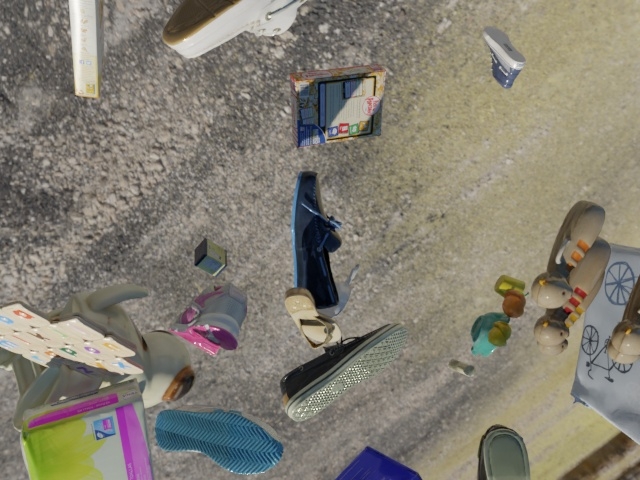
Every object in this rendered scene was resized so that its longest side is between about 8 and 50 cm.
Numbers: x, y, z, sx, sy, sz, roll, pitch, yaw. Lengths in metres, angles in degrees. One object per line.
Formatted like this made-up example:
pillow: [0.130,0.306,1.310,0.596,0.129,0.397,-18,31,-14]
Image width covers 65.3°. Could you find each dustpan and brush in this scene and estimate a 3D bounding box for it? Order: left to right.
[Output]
dustpan and brush: [0.071,0.166,1.699,0.060,0.147,0.211,28,81,-25]

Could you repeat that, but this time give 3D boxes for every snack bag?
snack bag: [0.567,0.185,0.891,0.037,0.323,0.343,7,95,-2]

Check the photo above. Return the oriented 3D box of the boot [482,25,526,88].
boot: [0.493,-0.511,1.390,0.069,0.190,0.086,-4,143,-16]

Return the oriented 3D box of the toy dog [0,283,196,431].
toy dog: [-0.516,0.296,1.272,0.396,0.284,0.408,-56,141,-6]

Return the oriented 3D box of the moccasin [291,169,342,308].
moccasin: [0.000,0.000,1.192,0.116,0.138,0.342,3,114,11]

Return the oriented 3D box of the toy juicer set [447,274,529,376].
toy juicer set: [0.459,0.260,1.328,0.089,0.209,0.329,28,103,2]

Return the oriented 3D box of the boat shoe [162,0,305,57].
boat shoe: [-0.070,-0.307,0.643,0.277,0.098,0.096,-38,143,-8]

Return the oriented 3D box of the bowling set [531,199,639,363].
bowling set: [0.365,0.089,0.597,0.287,0.199,0.154,34,84,-53]

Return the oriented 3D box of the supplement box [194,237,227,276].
supplement box: [-0.336,0.052,1.534,0.083,0.083,0.056,34,113,-31]

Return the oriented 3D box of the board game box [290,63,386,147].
board game box: [0.036,-0.281,1.046,0.193,0.045,0.147,-11,128,-15]

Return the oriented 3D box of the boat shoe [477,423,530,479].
boat shoe: [0.269,0.389,0.728,0.081,0.228,0.068,2,171,10]

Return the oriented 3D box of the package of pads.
package of pads: [-0.469,0.457,1.024,0.229,0.101,0.297,-11,109,-27]

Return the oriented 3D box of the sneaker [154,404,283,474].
sneaker: [-0.151,0.303,0.795,0.092,0.228,0.088,14,80,-61]

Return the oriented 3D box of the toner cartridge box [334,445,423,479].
toner cartridge box: [0.017,0.506,0.811,0.347,0.165,0.075,-37,100,-24]

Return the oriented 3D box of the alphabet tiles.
alphabet tiles: [-0.475,0.188,0.919,0.283,0.021,0.278,-14,139,30]

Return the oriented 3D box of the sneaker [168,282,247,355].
sneaker: [-0.201,0.145,0.948,0.103,0.252,0.111,38,60,-22]

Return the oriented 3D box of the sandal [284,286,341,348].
sandal: [-0.018,0.203,1.121,0.088,0.079,0.240,-16,137,14]

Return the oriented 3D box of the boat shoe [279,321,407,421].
boat shoe: [0.077,0.416,1.714,0.499,0.156,0.187,-31,134,-11]

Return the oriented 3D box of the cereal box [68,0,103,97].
cereal box: [-0.415,-0.406,0.893,0.047,0.173,0.240,3,140,-21]
